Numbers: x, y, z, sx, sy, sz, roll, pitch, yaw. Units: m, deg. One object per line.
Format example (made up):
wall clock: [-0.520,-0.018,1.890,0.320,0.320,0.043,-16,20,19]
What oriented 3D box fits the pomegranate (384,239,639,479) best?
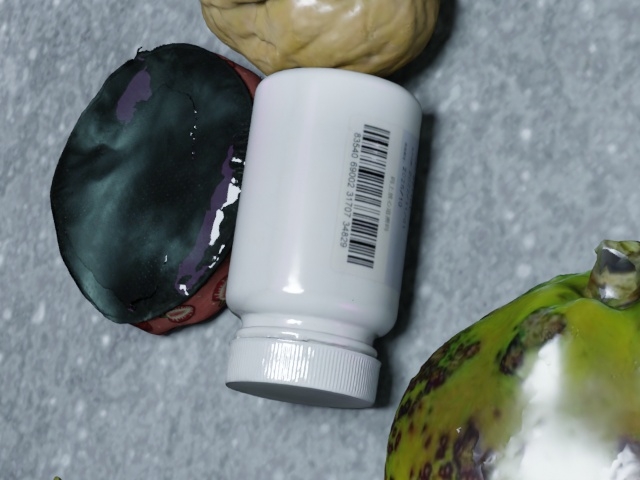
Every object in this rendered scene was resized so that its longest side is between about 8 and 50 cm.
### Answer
pomegranate: [0.141,0.143,0.791,0.222,0.204,0.276,5,81,30]

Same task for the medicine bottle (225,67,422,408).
medicine bottle: [0.000,0.000,1.027,0.103,0.103,0.187,-3,74,40]

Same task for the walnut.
walnut: [0.001,-0.168,1.060,0.166,0.149,0.166,15,114,35]

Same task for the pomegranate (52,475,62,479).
pomegranate: [-0.138,0.269,1.004,0.236,0.236,0.302,-49,20,18]

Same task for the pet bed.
pet bed: [-0.105,-0.039,1.165,0.201,0.053,0.201,-13,69,37]
